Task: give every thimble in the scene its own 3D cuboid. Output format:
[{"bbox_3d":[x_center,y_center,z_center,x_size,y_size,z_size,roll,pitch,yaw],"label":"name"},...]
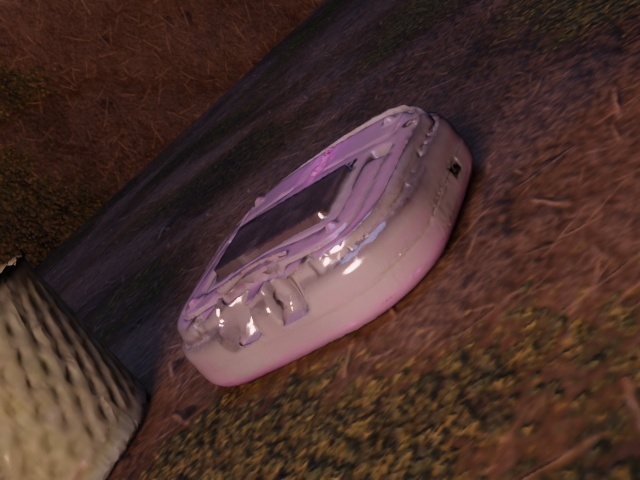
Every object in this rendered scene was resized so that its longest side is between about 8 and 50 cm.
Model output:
[{"bbox_3d":[-0.269,0.146,0.739,0.270,0.150,0.271,-38,15,12],"label":"thimble"}]

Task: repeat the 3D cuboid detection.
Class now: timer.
[{"bbox_3d":[0.000,0.000,0.667,0.208,0.069,0.191,-29,21,34],"label":"timer"}]
